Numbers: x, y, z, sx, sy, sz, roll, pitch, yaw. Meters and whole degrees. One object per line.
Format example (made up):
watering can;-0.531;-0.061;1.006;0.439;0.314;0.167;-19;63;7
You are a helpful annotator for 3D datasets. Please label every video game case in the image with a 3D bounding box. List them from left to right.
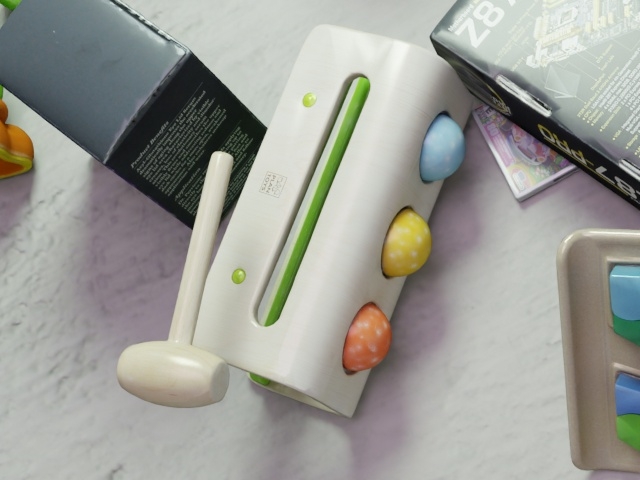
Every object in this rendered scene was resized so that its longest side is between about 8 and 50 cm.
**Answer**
video game case;0.190;-0.095;1.254;0.122;0.011;0.087;-29;65;10

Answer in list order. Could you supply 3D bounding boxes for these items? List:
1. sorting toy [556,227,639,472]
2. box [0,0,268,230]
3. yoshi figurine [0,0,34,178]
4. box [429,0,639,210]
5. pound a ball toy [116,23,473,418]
sorting toy;0.270;0.086;1.091;0.208;0.038;0.193;1;115;19
box;-0.148;-0.109;1.276;0.153;0.207;0.108;37;88;26
yoshi figurine;-0.369;-0.215;1.442;0.203;0.203;0.362;-26;76;49
box;0.324;-0.204;1.184;0.318;0.097;0.395;38;86;25
pound a ball toy;0.000;0.000;1.186;0.135;0.208;0.319;17;79;25
